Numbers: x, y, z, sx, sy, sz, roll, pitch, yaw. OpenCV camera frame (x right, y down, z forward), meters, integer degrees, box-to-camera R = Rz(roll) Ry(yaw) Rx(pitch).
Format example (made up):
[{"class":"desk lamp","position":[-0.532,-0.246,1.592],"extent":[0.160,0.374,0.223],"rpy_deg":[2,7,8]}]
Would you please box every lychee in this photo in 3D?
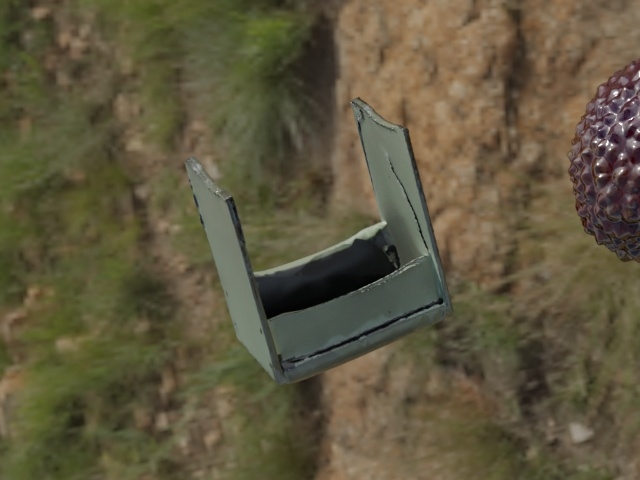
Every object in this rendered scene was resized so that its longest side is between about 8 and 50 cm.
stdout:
[{"class":"lychee","position":[0.309,-0.071,1.439],"extent":[0.188,0.188,0.188],"rpy_deg":[10,103,48]}]

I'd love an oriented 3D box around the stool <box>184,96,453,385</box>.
[{"class":"stool","position":[0.000,0.000,1.948],"extent":[0.170,0.243,0.270],"rpy_deg":[40,149,61]}]
